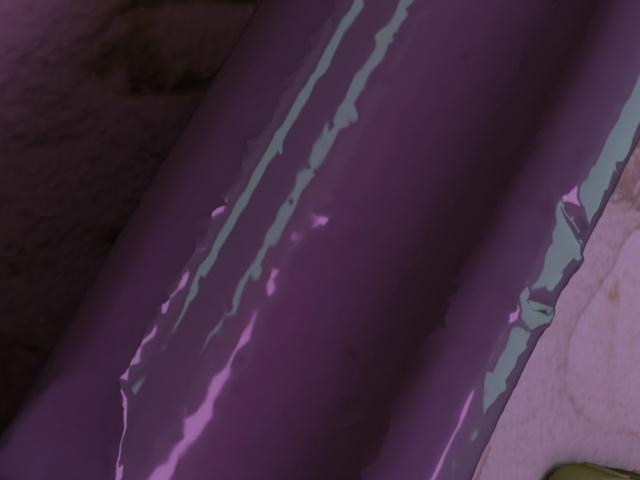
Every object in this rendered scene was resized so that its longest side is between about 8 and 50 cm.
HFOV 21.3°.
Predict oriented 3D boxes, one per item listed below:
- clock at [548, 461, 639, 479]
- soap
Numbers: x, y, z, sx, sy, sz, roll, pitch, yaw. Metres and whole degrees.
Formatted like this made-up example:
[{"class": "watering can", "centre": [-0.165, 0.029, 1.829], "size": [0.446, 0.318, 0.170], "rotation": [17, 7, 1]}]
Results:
[{"class": "clock", "centre": [0.235, 0.309, 1.446], "size": [0.170, 0.069, 0.232], "rotation": [17, 89, -47]}, {"class": "soap", "centre": [0.000, 0.028, 0.935], "size": [0.435, 0.213, 0.350], "rotation": [-60, 179, -18]}]
